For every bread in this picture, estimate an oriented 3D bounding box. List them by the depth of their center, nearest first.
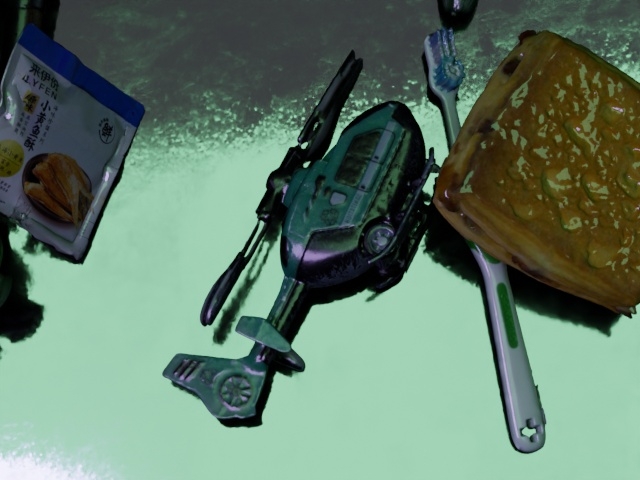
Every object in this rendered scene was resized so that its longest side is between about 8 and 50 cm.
[{"bbox_3d":[0.236,-0.057,1.364,0.235,0.099,0.210,33,79,-8],"label":"bread"}]

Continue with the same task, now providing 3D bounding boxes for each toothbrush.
[{"bbox_3d":[0.156,-0.003,1.406,0.042,0.040,0.418,-9,82,-17],"label":"toothbrush"}]

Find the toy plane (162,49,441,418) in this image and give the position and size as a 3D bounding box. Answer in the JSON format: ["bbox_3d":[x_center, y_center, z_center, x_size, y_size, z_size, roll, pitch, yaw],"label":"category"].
[{"bbox_3d":[0.000,0.000,1.376,0.155,0.106,0.382,24,80,15],"label":"toy plane"}]

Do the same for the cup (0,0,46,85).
[{"bbox_3d":[-0.388,-0.238,1.433,0.166,0.239,0.177,9,67,46],"label":"cup"}]

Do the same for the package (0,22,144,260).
[{"bbox_3d":[-0.252,-0.090,1.375,0.027,0.171,0.173,12,74,42],"label":"package"}]

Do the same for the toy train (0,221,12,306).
[{"bbox_3d":[-0.420,0.016,1.357,0.266,0.145,0.202,32,84,8],"label":"toy train"}]

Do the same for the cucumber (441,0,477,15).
[{"bbox_3d":[0.142,-0.270,1.455,0.048,0.048,0.105,5,81,2],"label":"cucumber"}]
